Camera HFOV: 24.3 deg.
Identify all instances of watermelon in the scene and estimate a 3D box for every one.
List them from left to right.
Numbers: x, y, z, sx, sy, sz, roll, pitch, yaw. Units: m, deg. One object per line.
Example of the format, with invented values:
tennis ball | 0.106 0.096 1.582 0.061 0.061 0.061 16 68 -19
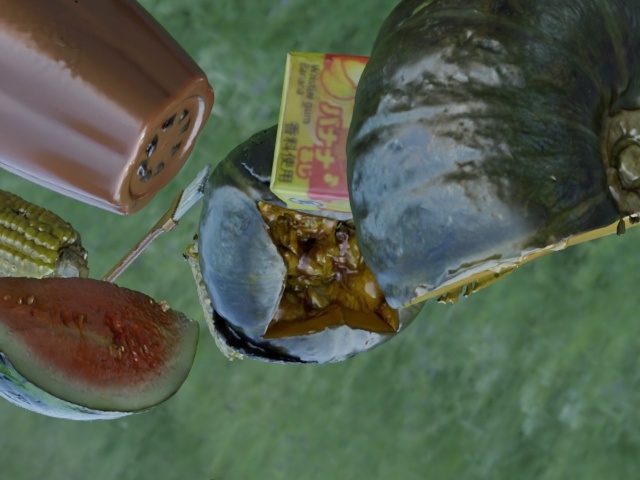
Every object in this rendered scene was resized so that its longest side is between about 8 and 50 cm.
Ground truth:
watermelon | -0.188 0.085 1.177 0.245 0.119 0.063 14 159 -40

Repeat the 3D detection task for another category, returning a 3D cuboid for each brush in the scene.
brush | -0.261 0.007 2.178 0.017 0.314 0.090 39 -151 -16

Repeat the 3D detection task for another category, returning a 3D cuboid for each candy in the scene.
candy | 0.099 -0.094 1.407 0.276 0.146 0.088 7 173 10

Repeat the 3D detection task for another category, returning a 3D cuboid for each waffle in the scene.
waffle | -0.143 0.080 2.170 0.193 0.070 0.197 108 140 -79

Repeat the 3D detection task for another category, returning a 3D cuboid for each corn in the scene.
corn | -0.361 -0.014 1.587 0.262 0.097 0.097 23 172 16

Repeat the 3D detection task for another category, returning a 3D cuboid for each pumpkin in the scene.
pumpkin | 0.000 0.000 1.811 0.320 0.320 0.192 33 -169 -25
pumpkin | 0.139 -0.088 1.077 0.325 0.232 0.242 -13 167 -45

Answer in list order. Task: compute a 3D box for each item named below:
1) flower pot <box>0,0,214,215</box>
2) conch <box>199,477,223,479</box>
flower pot | -0.185 -0.116 1.153 0.173 0.190 0.190 34 174 9
conch | -0.151 0.370 1.996 0.106 0.079 0.170 31 -166 13
